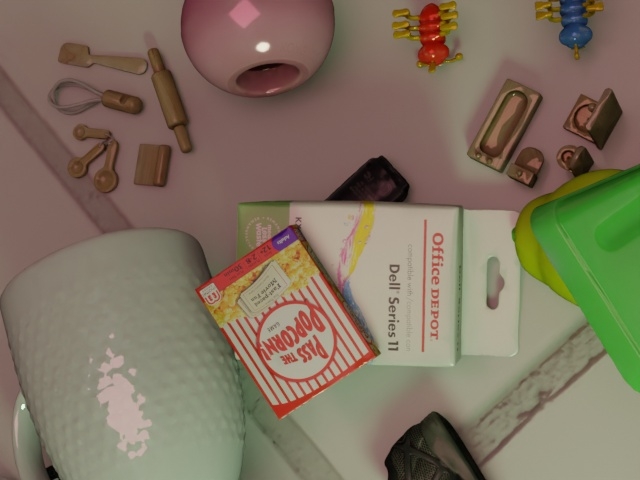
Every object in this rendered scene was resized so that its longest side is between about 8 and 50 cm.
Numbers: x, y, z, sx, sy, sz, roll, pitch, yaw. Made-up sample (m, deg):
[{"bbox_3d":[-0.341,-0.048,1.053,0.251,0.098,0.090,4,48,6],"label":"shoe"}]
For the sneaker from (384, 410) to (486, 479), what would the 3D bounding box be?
[{"bbox_3d":[0.157,0.343,1.853,0.130,0.087,0.227,-37,71,11],"label":"sneaker"}]

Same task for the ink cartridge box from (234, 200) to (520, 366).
[{"bbox_3d":[0.076,0.053,1.869,0.354,0.119,0.207,1,91,10],"label":"ink cartridge box"}]

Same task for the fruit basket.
[{"bbox_3d":[0.394,0.015,1.729,0.392,0.392,0.283,-33,78,10],"label":"fruit basket"}]

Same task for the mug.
[{"bbox_3d":[-0.269,0.213,1.897,0.374,0.276,0.328,-33,66,31],"label":"mug"}]

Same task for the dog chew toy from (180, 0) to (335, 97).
[{"bbox_3d":[-0.098,-0.364,1.976,0.207,0.206,0.331,-17,70,14],"label":"dog chew toy"}]

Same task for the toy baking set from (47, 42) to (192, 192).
[{"bbox_3d":[-0.291,-0.186,2.089,0.197,0.030,0.256,-19,77,14],"label":"toy baking set"}]

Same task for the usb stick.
[{"bbox_3d":[0.000,0.000,1.968,0.278,0.045,0.077,-43,71,7],"label":"usb stick"}]

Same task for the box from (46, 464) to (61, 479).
[{"bbox_3d":[-0.351,0.350,2.021,0.062,0.052,0.083,-27,74,12],"label":"box"}]

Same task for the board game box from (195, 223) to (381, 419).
[{"bbox_3d":[-0.040,0.100,1.807,0.147,0.045,0.193,-35,86,10],"label":"board game box"}]

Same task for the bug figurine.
[{"bbox_3d":[0.238,-0.328,1.928,0.279,0.072,0.216,-4,75,21],"label":"bug figurine"}]

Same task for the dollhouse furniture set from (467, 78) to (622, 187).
[{"bbox_3d":[0.276,-0.146,1.863,0.151,0.123,0.144,29,91,18],"label":"dollhouse furniture set"}]

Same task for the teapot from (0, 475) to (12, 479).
[{"bbox_3d":[-0.418,0.473,1.962,0.253,0.187,0.256,15,105,45],"label":"teapot"}]
